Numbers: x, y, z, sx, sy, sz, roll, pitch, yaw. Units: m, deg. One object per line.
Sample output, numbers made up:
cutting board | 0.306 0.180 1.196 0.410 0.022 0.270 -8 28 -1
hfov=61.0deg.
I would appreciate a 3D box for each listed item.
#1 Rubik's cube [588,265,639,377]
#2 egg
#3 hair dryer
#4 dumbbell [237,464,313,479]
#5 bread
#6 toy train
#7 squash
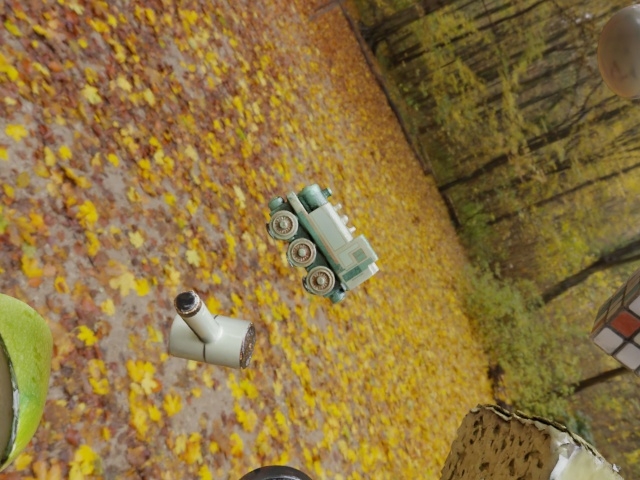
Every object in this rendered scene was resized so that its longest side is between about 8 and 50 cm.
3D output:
Rubik's cube | 0.872 0.205 1.358 0.253 0.256 0.259 40 28 16
egg | 0.469 -0.279 0.807 0.103 0.103 0.135 -62 140 -69
hair dryer | -0.284 0.201 1.302 0.362 0.203 0.128 83 19 -62
dumbbell | -0.064 0.518 0.858 0.185 0.185 0.388 62 0 -17
bread | 0.259 0.343 0.540 0.249 0.315 0.279 -63 172 -13
toy train | 0.000 0.000 0.859 0.194 0.125 0.081 57 -2 1
squash | -0.600 0.270 0.960 0.210 0.234 0.309 32 8 -25
